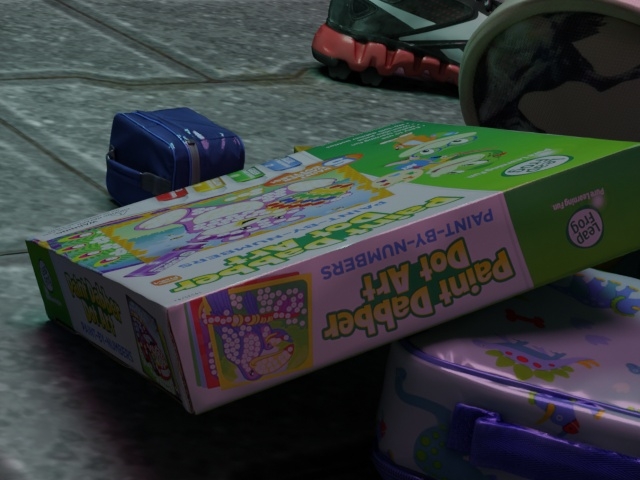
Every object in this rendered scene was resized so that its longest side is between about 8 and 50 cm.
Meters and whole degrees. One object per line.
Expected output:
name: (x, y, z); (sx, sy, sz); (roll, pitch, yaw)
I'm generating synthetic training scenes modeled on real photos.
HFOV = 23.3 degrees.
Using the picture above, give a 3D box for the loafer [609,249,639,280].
loafer: (0.226, -0.003, 1.030); (0.095, 0.109, 0.302); (11, 20, -45)

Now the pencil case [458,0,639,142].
pencil case: (0.222, -0.174, 1.013); (0.160, 0.183, 0.410); (41, 45, -6)

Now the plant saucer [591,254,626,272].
plant saucer: (0.064, 0.006, 0.991); (0.188, 0.045, 0.188); (-8, 25, -39)

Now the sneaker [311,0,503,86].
sneaker: (0.135, -0.208, 1.484); (0.276, 0.135, 0.097); (9, 18, -2)

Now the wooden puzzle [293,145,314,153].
wooden puzzle: (0.038, -0.058, 1.205); (0.116, 0.014, 0.078); (7, 20, -5)

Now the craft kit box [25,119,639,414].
craft kit box: (0.000, 0.000, 0.792); (0.250, 0.061, 0.247); (-19, 17, -22)

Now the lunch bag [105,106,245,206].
lunch bag: (-0.105, -0.051, 1.045); (0.065, 0.067, 0.098); (-7, 24, -38)

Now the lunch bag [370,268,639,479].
lunch bag: (0.140, 0.082, 0.746); (0.219, 0.090, 0.176); (13, 19, 12)
